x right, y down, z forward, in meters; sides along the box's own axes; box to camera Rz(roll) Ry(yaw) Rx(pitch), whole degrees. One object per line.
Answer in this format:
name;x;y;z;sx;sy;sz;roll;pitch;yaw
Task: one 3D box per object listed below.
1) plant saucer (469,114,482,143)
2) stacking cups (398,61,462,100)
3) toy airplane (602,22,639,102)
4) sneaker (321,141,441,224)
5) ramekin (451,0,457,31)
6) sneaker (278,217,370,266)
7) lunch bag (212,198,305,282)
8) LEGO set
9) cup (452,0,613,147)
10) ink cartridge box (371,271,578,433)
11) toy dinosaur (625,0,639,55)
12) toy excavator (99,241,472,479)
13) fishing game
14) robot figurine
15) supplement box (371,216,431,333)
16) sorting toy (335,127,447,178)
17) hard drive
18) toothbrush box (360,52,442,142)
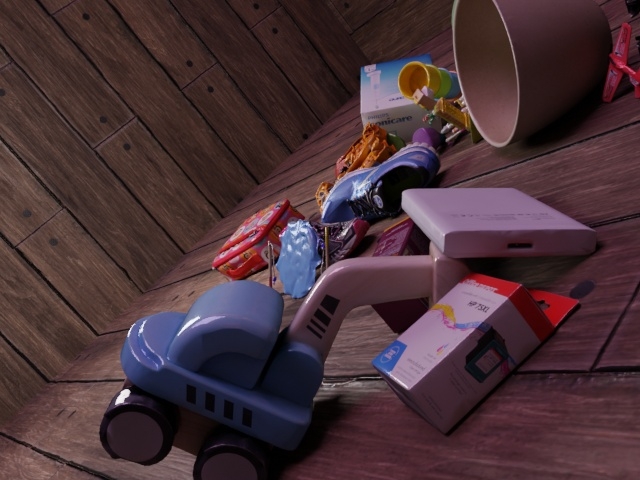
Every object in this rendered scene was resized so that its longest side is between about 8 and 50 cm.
plant saucer;0.405;-0.355;1.723;0.045;0.188;0.188;8;40;29
stacking cups;0.332;-0.411;1.891;0.096;0.096;0.316;-28;-12;40
toy airplane;0.550;-0.311;1.295;0.028;0.151;0.151;0;14;-4
sneaker;0.128;-0.114;1.714;0.330;0.129;0.147;-32;13;27
ramekin;0.514;-0.590;1.898;0.303;0.303;0.148;-39;20;3
sneaker;0.000;0.000;1.720;0.299;0.112;0.121;-20;23;52
lunch bag;-0.199;0.018;2.211;0.293;0.120;0.258;-28;21;44
LEGO set;0.320;-0.308;1.804;0.287;0.132;0.107;-15;-15;-45
cup;0.437;-0.376;1.451;0.237;0.331;0.331;-15;13;-4
ink cartridge box;0.189;0.117;0.895;0.231;0.078;0.134;-41;13;-9
toy dinosaur;0.669;-0.403;1.273;0.218;0.164;0.322;-16;4;25
toy excavator;-0.048;0.148;1.045;0.222;0.433;0.445;-81;15;-71
fishing game;-0.047;0.042;1.679;0.041;0.189;0.264;4;-13;-34
robot figurine;0.085;-0.166;1.927;0.291;0.085;0.211;-52;27;20
supplement box;0.142;0.049;1.187;0.081;0.104;0.188;-31;15;33
sorting toy;0.206;-0.227;2.008;0.126;0.127;0.366;-10;-8;-45
hard drive;0.249;-0.034;1.079;0.203;0.040;0.307;-1;14;-4
toothbrush box;0.232;-0.408;2.091;0.216;0.126;0.295;-9;37;10
